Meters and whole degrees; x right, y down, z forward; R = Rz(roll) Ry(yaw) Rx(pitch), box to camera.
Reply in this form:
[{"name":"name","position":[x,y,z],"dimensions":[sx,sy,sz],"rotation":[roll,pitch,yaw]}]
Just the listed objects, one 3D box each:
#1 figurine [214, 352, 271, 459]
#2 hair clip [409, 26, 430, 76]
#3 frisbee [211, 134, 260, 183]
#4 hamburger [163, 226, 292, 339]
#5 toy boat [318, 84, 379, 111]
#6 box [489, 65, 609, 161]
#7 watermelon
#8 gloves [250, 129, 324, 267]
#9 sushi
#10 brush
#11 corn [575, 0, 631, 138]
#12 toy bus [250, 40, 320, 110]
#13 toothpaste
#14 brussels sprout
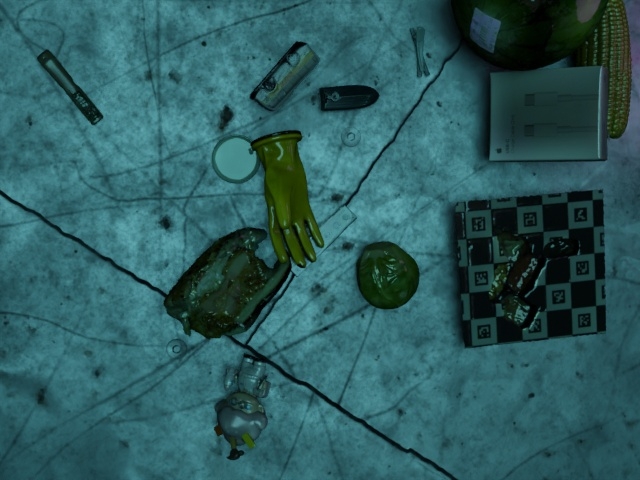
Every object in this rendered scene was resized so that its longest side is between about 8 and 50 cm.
[{"name":"figurine","position":[-0.172,0.371,1.884],"dimensions":[0.137,0.112,0.229],"rotation":[11,84,20]},{"name":"hair clip","position":[0.230,-0.434,1.930],"dimensions":[0.030,0.039,0.115],"rotation":[-10,96,-1]},{"name":"frisbee","position":[-0.190,-0.184,1.900],"dimensions":[0.110,0.014,0.110],"rotation":[0,91,-7]},{"name":"hamburger","position":[-0.211,0.105,1.833],"dimensions":[0.168,0.192,0.288],"rotation":[48,54,-13]},{"name":"toy boat","position":[0.068,-0.324,1.906],"dimensions":[0.141,0.060,0.055],"rotation":[-7,94,-14]},{"name":"box","position":[0.510,-0.278,1.883],"dimensions":[0.251,0.106,0.203],"rotation":[3,96,27]},{"name":"watermelon","position":[0.448,-0.540,1.799],"dimensions":[0.363,0.363,0.363],"rotation":[0,93,-7]},{"name":"gloves","position":[-0.063,-0.083,1.845],"dimensions":[0.133,0.116,0.295],"rotation":[-10,84,-30]},{"name":"sushi","position":[0.487,0.063,1.971],"dimensions":[0.359,0.064,0.343],"rotation":[-5,97,-8]},{"name":"brush","position":[-0.549,-0.336,1.843],"dimensions":[0.034,0.027,0.190],"rotation":[-39,96,-6]},{"name":"corn","position":[0.648,-0.402,1.937],"dimensions":[0.131,0.131,0.345],"rotation":[-1,93,-7]},{"name":"toy bus","position":[-0.078,-0.365,1.886],"dimensions":[0.072,0.057,0.172],"rotation":[42,87,-16]},{"name":"toothpaste","position":[0.000,0.000,1.920],"dimensions":[0.196,0.040,0.047],"rotation":[-45,93,-3]},{"name":"brussels sprout","position":[0.153,0.080,1.904],"dimensions":[0.155,0.117,0.155],"rotation":[-1,103,-6]}]
